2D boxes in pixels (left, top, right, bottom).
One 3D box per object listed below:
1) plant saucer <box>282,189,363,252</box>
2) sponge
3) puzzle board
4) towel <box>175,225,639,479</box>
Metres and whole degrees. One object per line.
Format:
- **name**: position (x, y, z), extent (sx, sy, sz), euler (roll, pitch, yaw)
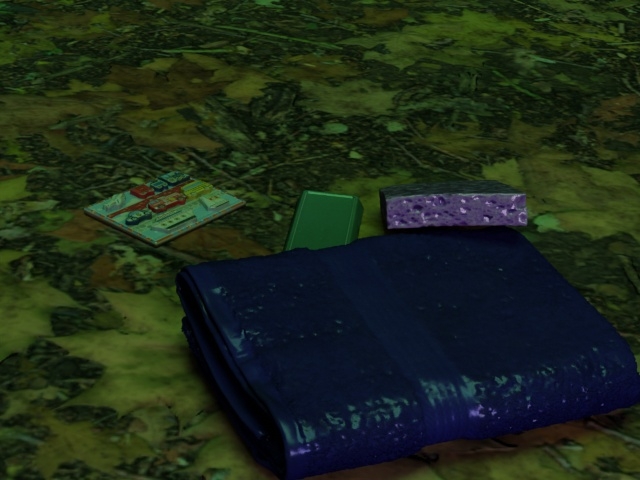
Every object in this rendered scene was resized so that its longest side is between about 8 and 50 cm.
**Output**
- **plant saucer**: position (0.000, 0.000, 1.146), extent (0.067, 0.018, 0.192), euler (7, 28, 4)
- **sponge**: position (0.114, -0.033, 1.116), extent (0.117, 0.031, 0.210), euler (-2, 6, 1)
- **puzzle board**: position (-0.148, -0.035, 1.194), extent (0.096, 0.011, 0.128), euler (23, 33, 31)
- **towel**: position (0.064, 0.083, 0.950), extent (0.308, 0.076, 0.228), euler (-8, 37, -24)
